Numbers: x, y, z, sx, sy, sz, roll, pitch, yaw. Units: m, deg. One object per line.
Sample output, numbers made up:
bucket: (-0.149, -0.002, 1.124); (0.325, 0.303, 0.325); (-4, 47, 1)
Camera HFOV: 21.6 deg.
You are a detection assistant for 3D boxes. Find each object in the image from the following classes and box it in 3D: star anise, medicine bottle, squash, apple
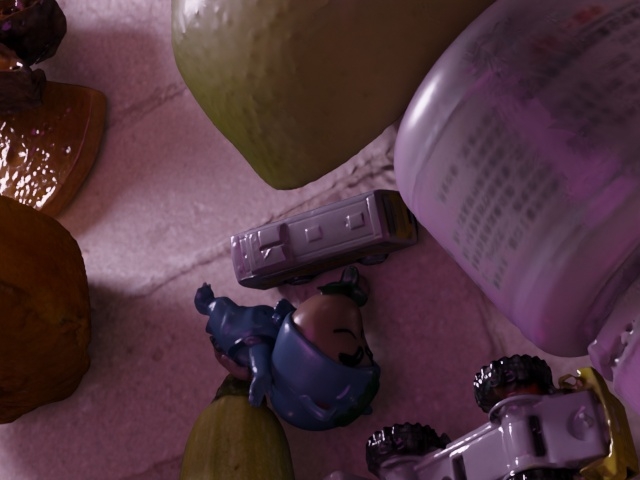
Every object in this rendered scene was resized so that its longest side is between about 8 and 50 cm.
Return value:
star anise: (-0.348, -0.179, 1.689); (0.214, 0.099, 0.220); (-25, 41, 11)
medicine bottle: (0.238, -0.019, 1.194); (0.256, 0.256, 0.325); (-50, 64, 16)
squash: (-0.077, 0.207, 1.387); (0.137, 0.137, 0.288); (-28, 48, 26)
apple: (0.029, -0.218, 1.350); (0.360, 0.320, 0.312); (-45, 70, 25)

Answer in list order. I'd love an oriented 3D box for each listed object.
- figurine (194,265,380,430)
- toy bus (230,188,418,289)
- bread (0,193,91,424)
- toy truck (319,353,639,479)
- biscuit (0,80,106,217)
figurine: (-0.022, 0.077, 1.427); (0.178, 0.114, 0.145); (25, 86, 27)
toy bus: (0.000, 0.000, 1.457); (0.172, 0.072, 0.057); (-17, 77, 30)
bread: (-0.366, 0.062, 1.568); (0.312, 0.312, 0.172); (-16, 56, 30)
toy truck: (0.116, 0.198, 1.320); (0.285, 0.111, 0.136); (-31, 48, 30)
biscuit: (-0.297, -0.081, 1.690); (0.220, 0.029, 0.142); (-34, 63, 23)
